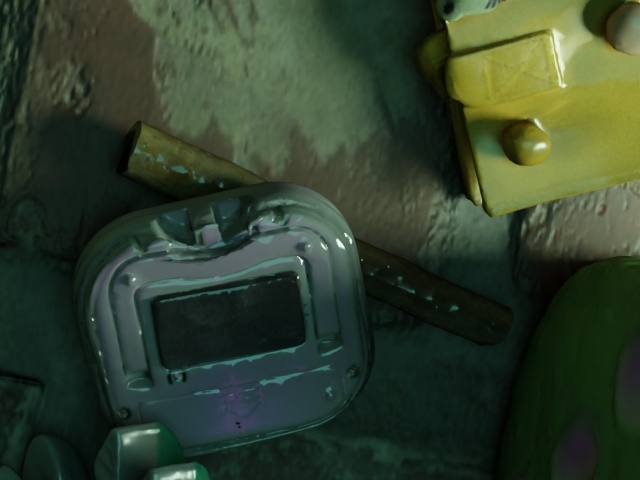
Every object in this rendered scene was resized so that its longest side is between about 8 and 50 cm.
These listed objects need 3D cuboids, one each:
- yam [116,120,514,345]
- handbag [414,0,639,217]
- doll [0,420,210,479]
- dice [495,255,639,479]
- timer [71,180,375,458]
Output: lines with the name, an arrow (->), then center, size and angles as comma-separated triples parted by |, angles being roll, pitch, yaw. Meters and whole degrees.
yam -> 0.000, 0.000, 1.344 | 0.327, 0.045, 0.045 | 26, 124, -18
handbag -> 0.195, -0.225, 1.294 | 0.283, 0.133, 0.401 | -14, 114, -2
doll -> -0.149, 0.259, 1.265 | 0.153, 0.195, 0.258 | -8, 95, -39
dice -> 0.322, 0.198, 1.312 | 0.318, 0.322, 0.330 | 11, 97, -17
timer -> -0.068, 0.061, 1.301 | 0.208, 0.069, 0.190 | -13, 114, -3
